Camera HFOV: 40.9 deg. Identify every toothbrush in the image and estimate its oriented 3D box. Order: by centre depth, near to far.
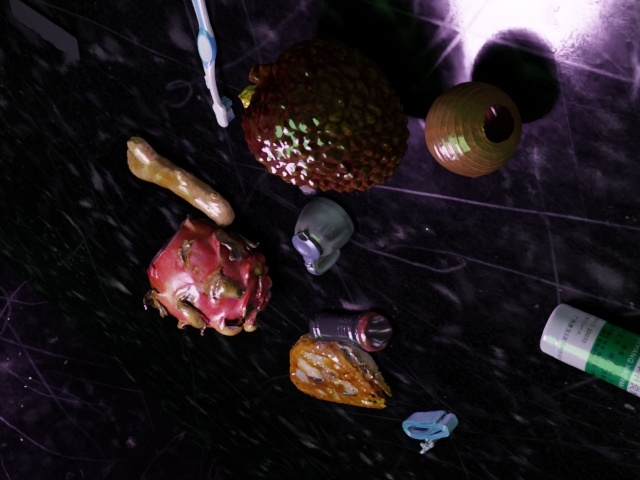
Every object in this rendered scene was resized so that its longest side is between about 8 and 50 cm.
[{"bbox_3d":[-0.206,-0.353,1.527,0.040,0.040,0.386,24,147,27],"label":"toothbrush"}]

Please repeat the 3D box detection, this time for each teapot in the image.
[{"bbox_3d":[-0.008,-0.007,1.707,0.111,0.108,0.149,38,151,7],"label":"teapot"}]

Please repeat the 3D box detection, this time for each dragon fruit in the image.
[{"bbox_3d":[-0.252,0.100,1.997,0.291,0.269,0.250,41,166,-14],"label":"dragon fruit"}]

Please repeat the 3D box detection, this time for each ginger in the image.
[{"bbox_3d":[-0.318,-0.130,1.952,0.298,0.065,0.118,32,155,8],"label":"ginger"}]

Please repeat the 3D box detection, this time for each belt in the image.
[{"bbox_3d":[0.276,0.462,2.085,0.100,0.065,0.179,53,151,-3],"label":"belt"}]

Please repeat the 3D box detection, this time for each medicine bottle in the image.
[{"bbox_3d":[0.498,0.194,1.410,0.260,0.095,0.095,23,147,26],"label":"medicine bottle"}]

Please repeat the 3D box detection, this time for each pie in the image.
[{"bbox_3d":[0.042,0.328,2.145,0.308,0.085,0.308,25,146,18],"label":"pie"}]

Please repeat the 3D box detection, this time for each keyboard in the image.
[{"bbox_3d":[-0.598,-0.465,1.861,0.196,0.015,0.074,34,147,11],"label":"keyboard"}]

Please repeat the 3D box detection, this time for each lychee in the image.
[{"bbox_3d":[0.008,-0.187,1.315,0.271,0.236,0.236,27,152,-8],"label":"lychee"}]

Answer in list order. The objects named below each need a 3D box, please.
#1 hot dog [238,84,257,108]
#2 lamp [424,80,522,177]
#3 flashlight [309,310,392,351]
[{"bbox_3d":[-0.050,-0.181,1.528,0.261,0.093,0.123,31,151,16],"label":"hot dog"},{"bbox_3d":[0.214,-0.156,1.207,0.136,0.136,0.136,29,150,19],"label":"lamp"},{"bbox_3d":[0.063,0.202,1.954,0.093,0.093,0.232,52,154,-20],"label":"flashlight"}]
